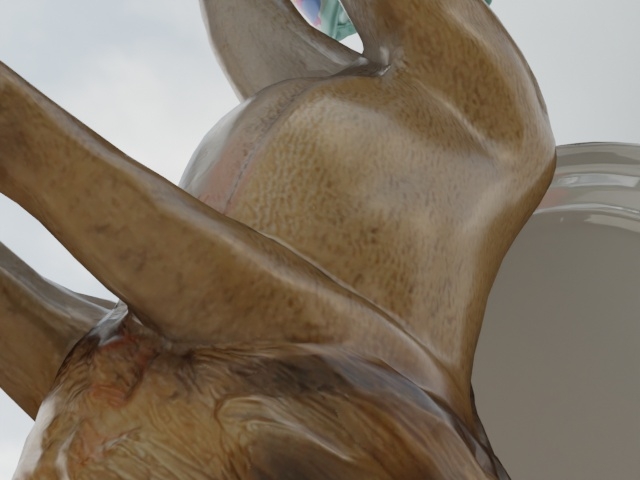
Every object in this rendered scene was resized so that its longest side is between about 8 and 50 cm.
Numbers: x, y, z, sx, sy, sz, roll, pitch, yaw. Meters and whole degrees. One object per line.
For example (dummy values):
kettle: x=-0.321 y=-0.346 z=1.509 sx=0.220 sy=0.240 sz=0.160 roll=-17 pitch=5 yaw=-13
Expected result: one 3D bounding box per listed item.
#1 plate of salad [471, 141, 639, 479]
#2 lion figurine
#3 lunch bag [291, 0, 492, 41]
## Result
plate of salad: x=0.090 y=0.063 z=0.659 sx=0.199 sy=0.048 sz=0.200 roll=-7 pitch=-110 yaw=21
lion figurine: x=0.000 y=0.000 z=0.558 sx=0.240 sy=0.142 sz=0.392 roll=40 pitch=-133 yaw=-13
lunch bag: x=0.023 y=-0.276 z=1.036 sx=0.160 sy=0.262 sz=0.223 roll=-17 pitch=-127 yaw=-33
